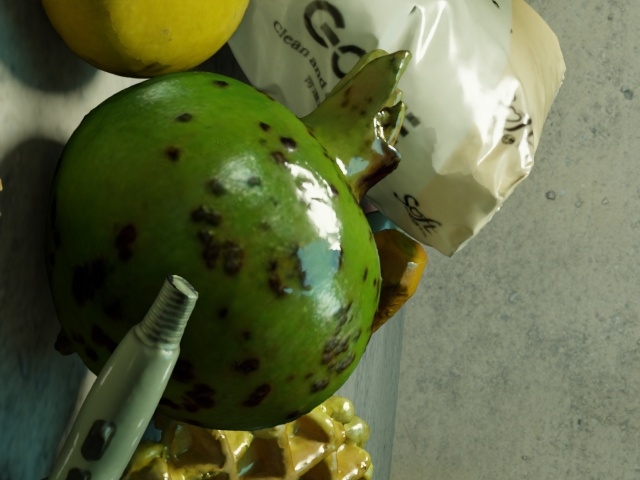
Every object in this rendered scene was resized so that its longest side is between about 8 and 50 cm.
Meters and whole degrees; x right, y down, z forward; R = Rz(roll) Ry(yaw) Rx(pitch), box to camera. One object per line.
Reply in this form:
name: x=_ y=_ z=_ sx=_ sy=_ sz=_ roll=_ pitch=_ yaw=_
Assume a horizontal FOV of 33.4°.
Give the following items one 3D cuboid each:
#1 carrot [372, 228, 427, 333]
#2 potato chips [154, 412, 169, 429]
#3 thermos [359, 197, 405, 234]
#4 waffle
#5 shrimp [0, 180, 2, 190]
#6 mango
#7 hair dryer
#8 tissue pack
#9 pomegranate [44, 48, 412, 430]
carrot: x=-0.017 y=0.114 z=0.942 sx=0.314 sy=0.066 sz=0.066 roll=-53 pitch=-175 yaw=25
potato chips: x=-0.106 y=0.138 z=0.891 sx=0.204 sy=0.037 sz=0.026 roll=20 pitch=67 yaw=-80
thermos: x=0.000 y=0.000 z=1.036 sx=0.265 sy=0.177 sz=0.145 roll=-6 pitch=80 yaw=-80
waffle: x=-0.073 y=0.232 z=0.739 sx=0.282 sy=0.058 sz=0.300 roll=-2 pitch=113 yaw=-45
shrimp: x=-0.164 y=0.009 z=0.441 sx=0.150 sy=0.068 sz=0.248 roll=20 pitch=74 yaw=-87
mango: x=-0.102 y=-0.162 z=0.611 sx=0.195 sy=0.098 sz=0.137 roll=-30 pitch=127 yaw=-69
hair dryer: x=-0.133 y=0.149 z=0.472 sx=0.224 sy=0.088 sz=0.219 roll=-60 pitch=-178 yaw=40
tissue pack: x=0.047 y=-0.192 z=0.937 sx=0.375 sy=0.195 sz=0.390 roll=46 pitch=26 yaw=-10
pomegranate: x=-0.041 y=-0.010 z=0.614 sx=0.211 sy=0.263 sz=0.211 roll=53 pitch=-5 yaw=6
